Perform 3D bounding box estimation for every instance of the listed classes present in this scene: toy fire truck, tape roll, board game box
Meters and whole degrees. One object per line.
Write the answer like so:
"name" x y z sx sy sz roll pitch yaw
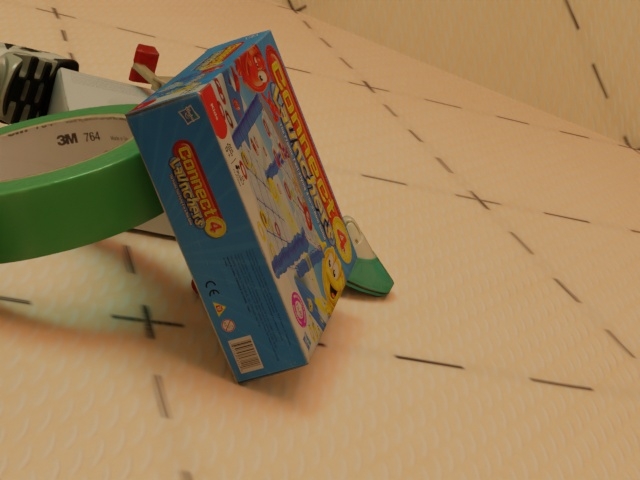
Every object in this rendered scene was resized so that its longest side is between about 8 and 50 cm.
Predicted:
"toy fire truck" -0.184 -0.209 1.787 0.135 0.047 0.192 11 20 -20
"tape roll" -0.303 -0.068 1.453 0.321 0.077 0.321 -11 20 4
"board game box" -0.073 -0.049 1.448 0.086 0.308 0.302 -16 17 18

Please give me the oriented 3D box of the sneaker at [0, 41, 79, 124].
"sneaker" -0.435 -0.222 1.819 0.146 0.123 0.330 19 -1 7

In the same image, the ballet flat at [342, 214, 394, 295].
"ballet flat" 0.000 0.000 1.691 0.247 0.087 0.083 19 18 -19

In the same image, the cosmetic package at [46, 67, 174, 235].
"cosmetic package" -0.249 -0.115 1.749 0.224 0.138 0.225 12 21 -18

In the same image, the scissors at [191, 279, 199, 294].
"scissors" -0.060 0.050 1.648 0.109 0.021 0.297 24 18 18
